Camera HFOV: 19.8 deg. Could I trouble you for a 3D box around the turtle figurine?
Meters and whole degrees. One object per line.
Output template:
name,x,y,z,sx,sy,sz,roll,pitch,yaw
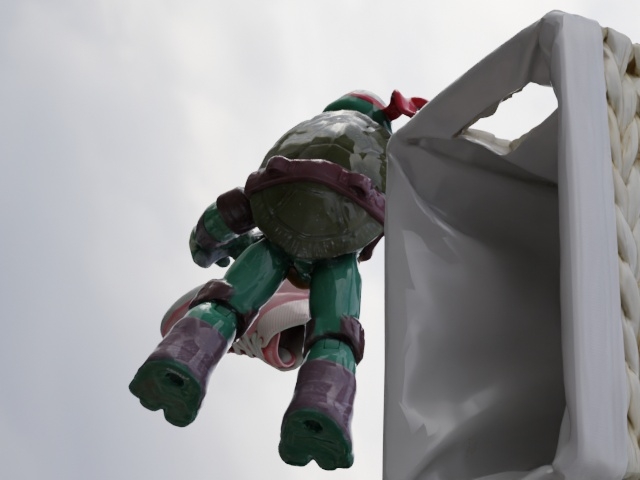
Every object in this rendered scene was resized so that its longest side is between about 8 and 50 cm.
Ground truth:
turtle figurine,0.000,0.000,0.951,0.118,0.175,0.234,72,34,-44

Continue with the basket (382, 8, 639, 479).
basket,0.092,0.025,0.629,0.113,0.103,0.167,-36,-135,52

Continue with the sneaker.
sneaker,-0.053,0.063,1.269,0.051,0.134,0.070,51,25,-43
